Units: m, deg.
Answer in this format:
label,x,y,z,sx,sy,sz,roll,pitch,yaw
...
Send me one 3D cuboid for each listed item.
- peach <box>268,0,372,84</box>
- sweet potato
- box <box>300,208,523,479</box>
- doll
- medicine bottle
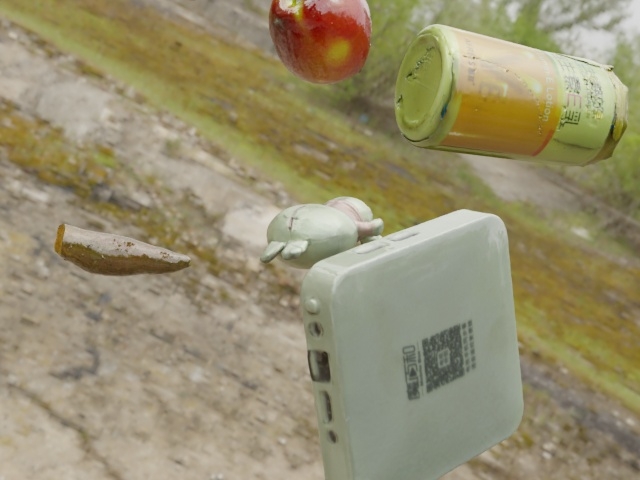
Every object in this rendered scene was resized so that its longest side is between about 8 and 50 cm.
label,x,y,z,sx,sy,sz,roll,pitch,yaw
peach,0.008,-0.401,2.134,0.190,0.196,0.226,-11,-33,25
sweet potato,-0.332,0.029,1.857,0.244,0.077,0.077,14,9,9
box,0.140,0.167,1.632,0.373,0.367,0.090,-18,17,-37
doll,0.002,-0.013,1.731,0.155,0.113,0.275,0,0,30
medicine bottle,0.203,-0.141,1.148,0.239,0.124,0.124,5,20,-25
